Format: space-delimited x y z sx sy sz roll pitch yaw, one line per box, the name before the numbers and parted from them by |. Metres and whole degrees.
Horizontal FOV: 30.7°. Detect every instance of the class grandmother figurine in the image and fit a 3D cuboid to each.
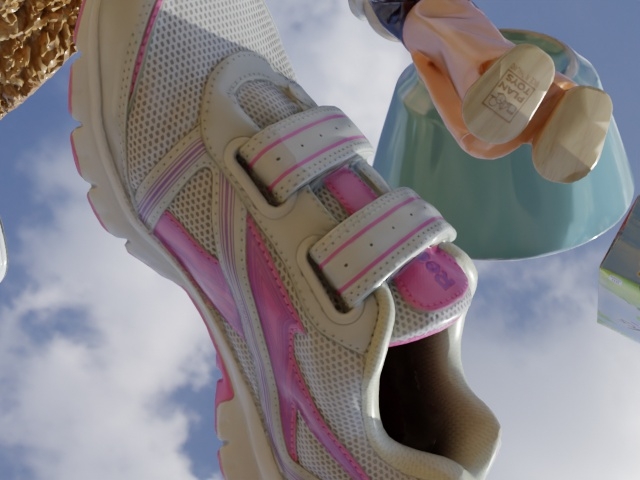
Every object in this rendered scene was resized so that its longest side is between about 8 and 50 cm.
grandmother figurine | 0.100 -0.167 0.956 0.104 0.208 0.342 -48 -151 10

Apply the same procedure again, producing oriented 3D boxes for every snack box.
snack box | 0.306 0.057 0.901 0.174 0.207 0.070 28 -97 19

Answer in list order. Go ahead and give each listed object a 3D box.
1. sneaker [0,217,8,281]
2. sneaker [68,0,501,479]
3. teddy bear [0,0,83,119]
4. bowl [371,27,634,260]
sneaker | -0.407 -0.063 1.034 0.123 0.178 0.296 -5 -72 39
sneaker | 0.000 0.000 0.435 0.111 0.103 0.252 -10 -69 40
teddy bear | -0.133 -0.217 0.727 0.113 0.245 0.338 46 -109 -15
bowl | 0.200 -0.131 1.323 0.311 0.163 0.311 -5 -147 3
